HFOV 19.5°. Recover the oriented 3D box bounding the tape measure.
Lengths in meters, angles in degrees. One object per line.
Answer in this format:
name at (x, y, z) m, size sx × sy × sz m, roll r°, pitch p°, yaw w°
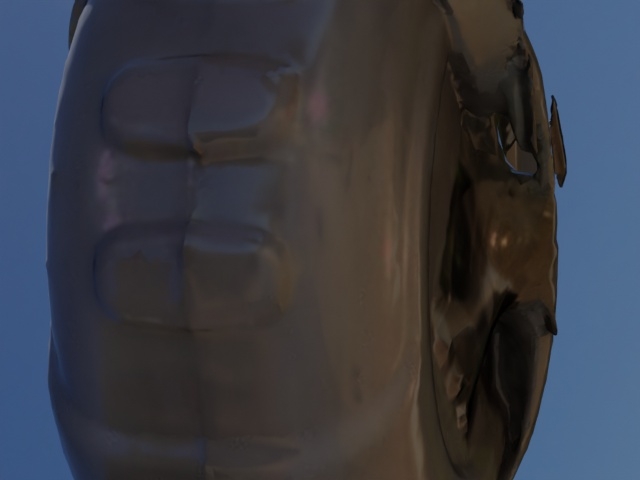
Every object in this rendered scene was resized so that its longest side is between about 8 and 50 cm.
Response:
tape measure at (0.000, 0.000, 0.472) m, size 0.236 × 0.120 × 0.197 m, roll 67°, pitch -151°, yaw -55°
